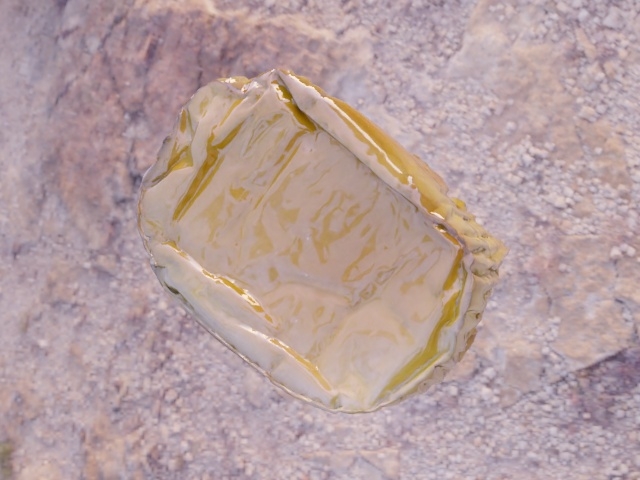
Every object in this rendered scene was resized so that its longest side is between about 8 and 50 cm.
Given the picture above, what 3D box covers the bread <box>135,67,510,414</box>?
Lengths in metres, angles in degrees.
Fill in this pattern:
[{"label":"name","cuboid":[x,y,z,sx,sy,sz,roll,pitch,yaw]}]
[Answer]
[{"label":"bread","cuboid":[0.000,0.000,0.610,0.250,0.133,0.179,36,90,15]}]
